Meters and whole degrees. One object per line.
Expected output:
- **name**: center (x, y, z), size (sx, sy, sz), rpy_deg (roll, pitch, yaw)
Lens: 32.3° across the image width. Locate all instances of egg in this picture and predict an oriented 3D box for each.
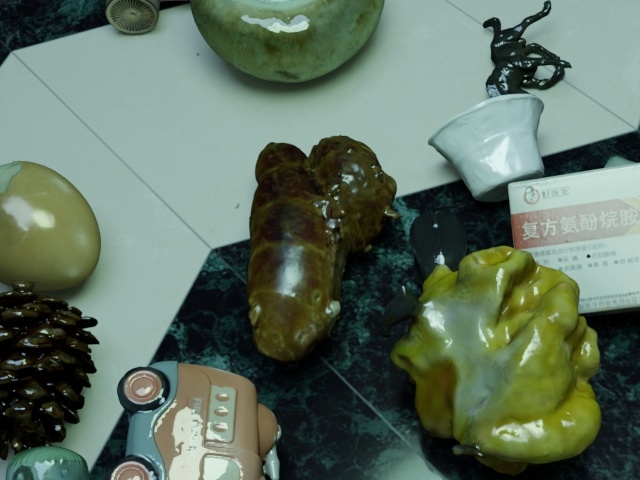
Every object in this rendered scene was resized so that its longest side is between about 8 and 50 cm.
- **egg**: center (-0.466, -0.017, 1.795), size (0.244, 0.201, 0.201), rpy_deg (32, 66, 13)

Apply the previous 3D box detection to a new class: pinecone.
- **pinecone**: center (-0.441, 0.189, 1.643), size (0.224, 0.224, 0.273), rpy_deg (-10, 68, 3)

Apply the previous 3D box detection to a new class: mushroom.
- **mushroom**: center (-0.060, -0.442, 1.980), size (0.352, 0.260, 0.352), rpy_deg (-3, 61, 6)

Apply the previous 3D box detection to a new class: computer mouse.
- **computer mouse**: center (0.188, 0.010, 1.753), size (0.099, 0.057, 0.172), rpy_deg (-8, 52, 6)

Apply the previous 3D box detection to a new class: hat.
- **hat**: center (0.288, -0.139, 1.784), size (0.203, 0.203, 0.126), rpy_deg (-19, 72, -4)

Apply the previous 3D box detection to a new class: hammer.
- **hammer**: center (-0.474, 0.404, 1.564), size (0.335, 0.119, 0.206), rpy_deg (-9, 76, 21)

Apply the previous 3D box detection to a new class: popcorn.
- **popcorn**: center (0.245, 0.168, 1.541), size (0.297, 0.281, 0.316), rpy_deg (-15, 79, 43)

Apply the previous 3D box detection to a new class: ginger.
- **ginger**: center (0.000, 0.000, 1.722), size (0.254, 0.176, 0.418), rpy_deg (-4, 50, 14)

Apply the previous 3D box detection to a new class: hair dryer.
- **hair dryer**: center (-0.242, -0.504, 2.166), size (0.344, 0.107, 0.189), rpy_deg (0, 54, -1)

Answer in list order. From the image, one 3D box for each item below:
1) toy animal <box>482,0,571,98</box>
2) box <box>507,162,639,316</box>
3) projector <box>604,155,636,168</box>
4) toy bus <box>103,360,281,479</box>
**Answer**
- **toy animal**: center (0.351, -0.320, 1.937), size (0.148, 0.084, 0.233), rpy_deg (-11, 58, 3)
- **box**: center (0.464, -0.004, 1.629), size (0.353, 0.069, 0.214), rpy_deg (-8, 77, 17)
- **projector**: center (0.581, -0.022, 1.680), size (0.337, 0.108, 0.108), rpy_deg (26, 64, 23)
- **toy bus**: center (-0.172, 0.312, 1.541), size (0.232, 0.194, 0.288), rpy_deg (3, 55, -4)
